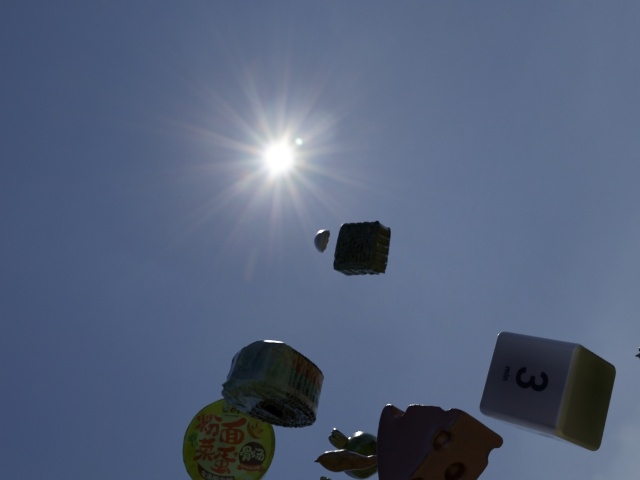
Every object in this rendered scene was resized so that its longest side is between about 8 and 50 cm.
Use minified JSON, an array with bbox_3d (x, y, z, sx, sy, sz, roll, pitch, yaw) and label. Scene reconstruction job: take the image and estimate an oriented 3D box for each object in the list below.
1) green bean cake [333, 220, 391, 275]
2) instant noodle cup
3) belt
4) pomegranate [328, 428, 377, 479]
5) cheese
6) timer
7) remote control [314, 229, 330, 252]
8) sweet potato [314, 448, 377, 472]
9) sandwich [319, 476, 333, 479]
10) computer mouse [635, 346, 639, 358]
[{"bbox_3d":[0.133,0.026,2.061,0.094,0.181,0.173,27,-111,-47],"label":"green bean cake"},{"bbox_3d":[-0.290,0.708,2.066,0.311,0.311,0.221,-39,-26,-19],"label":"instant noodle cup"},{"bbox_3d":[-0.114,0.355,1.518,0.257,0.207,0.150,41,-136,-34],"label":"belt"},{"bbox_3d":[0.141,0.845,2.485,0.202,0.248,0.202,-54,-10,-13],"label":"pomegranate"},{"bbox_3d":[0.178,0.356,1.084,0.128,0.177,0.203,35,-88,-24],"label":"cheese"},{"bbox_3d":[0.491,0.322,1.341,0.194,0.195,0.192,29,-106,-38],"label":"timer"},{"bbox_3d":[0.000,0.000,1.921,0.044,0.229,0.073,13,-91,-3],"label":"remote control"},{"bbox_3d":[0.089,0.672,1.891,0.226,0.068,0.068,2,-65,-7],"label":"sweet potato"},{"bbox_3d":[0.091,0.707,1.526,0.245,0.212,0.063,-81,-29,-42],"label":"sandwich"},{"bbox_3d":[0.878,0.267,1.474,0.071,0.231,0.126,-68,-35,-55],"label":"computer mouse"}]
